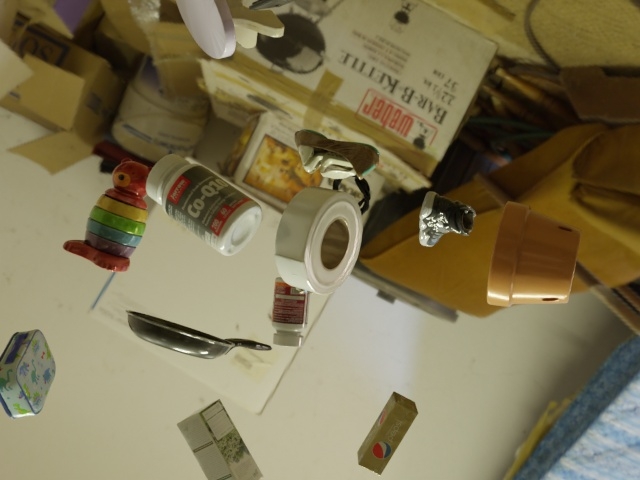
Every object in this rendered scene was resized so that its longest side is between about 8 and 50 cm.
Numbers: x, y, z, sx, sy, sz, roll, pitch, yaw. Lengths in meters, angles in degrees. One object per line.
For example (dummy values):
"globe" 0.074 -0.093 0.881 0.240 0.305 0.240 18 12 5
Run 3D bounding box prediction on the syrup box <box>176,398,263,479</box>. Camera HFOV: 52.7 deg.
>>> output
"syrup box" -0.257 0.542 1.662 0.237 0.096 0.093 60 -151 4

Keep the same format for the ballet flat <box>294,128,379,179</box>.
"ballet flat" 0.022 -0.251 1.962 0.342 0.124 0.116 21 160 36

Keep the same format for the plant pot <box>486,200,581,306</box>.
"plant pot" 0.584 0.051 1.752 0.203 0.291 0.291 11 169 21

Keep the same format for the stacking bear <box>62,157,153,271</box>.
"stacking bear" -0.543 -0.078 1.755 0.175 0.289 0.164 22 -178 17

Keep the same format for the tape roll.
"tape roll" 0.000 0.000 1.740 0.100 0.286 0.286 15 170 31

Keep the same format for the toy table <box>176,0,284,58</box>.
"toy table" -0.213 -0.548 1.497 0.274 0.160 0.252 61 153 16

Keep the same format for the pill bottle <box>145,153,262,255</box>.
"pill bottle" -0.306 -0.099 1.679 0.283 0.161 0.161 33 177 17

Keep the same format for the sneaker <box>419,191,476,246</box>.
"sneaker" 0.380 -0.044 1.937 0.153 0.101 0.268 15 157 17

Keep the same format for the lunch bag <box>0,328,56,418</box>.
"lunch bag" -0.813 0.360 1.777 0.090 0.176 0.219 -9 -149 0

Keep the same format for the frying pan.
"frying pan" -0.231 0.178 1.186 0.197 0.053 0.326 16 171 17

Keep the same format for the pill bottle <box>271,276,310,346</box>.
"pill bottle" -0.099 0.235 2.138 0.121 0.221 0.121 5 178 0

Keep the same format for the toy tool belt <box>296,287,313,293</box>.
"toy tool belt" -0.053 0.137 1.960 0.051 0.052 0.083 37 178 32

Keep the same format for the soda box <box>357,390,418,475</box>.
"soda box" 0.155 0.447 1.502 0.061 0.181 0.058 28 -169 -5

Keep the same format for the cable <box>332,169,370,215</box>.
"cable" 0.113 -0.173 2.357 0.150 0.185 0.047 5 -178 -10

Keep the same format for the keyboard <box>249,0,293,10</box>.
"keyboard" -0.043 -0.460 1.191 0.108 0.023 0.180 -24 -163 -38
